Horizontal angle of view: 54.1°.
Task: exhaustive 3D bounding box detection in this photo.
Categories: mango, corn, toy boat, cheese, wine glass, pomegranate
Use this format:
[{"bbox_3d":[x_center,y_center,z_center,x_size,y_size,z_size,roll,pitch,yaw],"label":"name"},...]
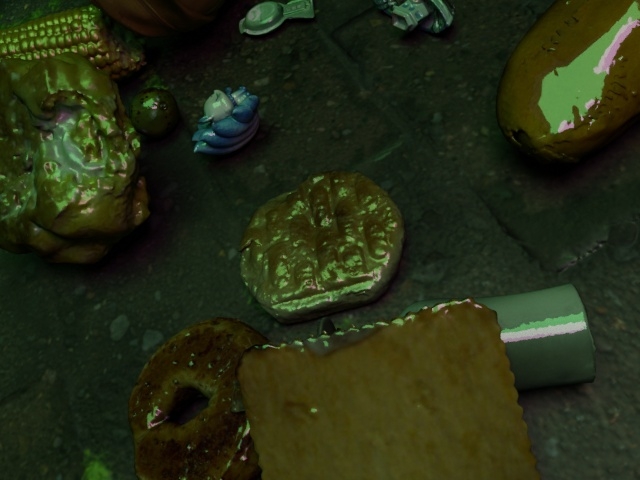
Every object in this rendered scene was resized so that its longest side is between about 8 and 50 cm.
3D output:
[{"bbox_3d":[0.287,-0.183,0.654,0.151,0.156,0.249,41,78,-3],"label":"mango"},{"bbox_3d":[-0.465,-0.263,0.976,0.386,0.144,0.144,-17,56,11],"label":"corn"},{"bbox_3d":[0.119,-0.312,0.843,0.066,0.059,0.140,-40,56,-21],"label":"toy boat"},{"bbox_3d":[-0.068,-0.341,0.949,0.120,0.026,0.067,-12,57,12],"label":"cheese"},{"bbox_3d":[0.119,0.101,0.567,0.230,0.103,0.103,-10,57,11],"label":"wine glass"},{"bbox_3d":[-0.239,-0.185,0.892,0.073,0.073,0.084,-39,40,-6],"label":"pomegranate"}]

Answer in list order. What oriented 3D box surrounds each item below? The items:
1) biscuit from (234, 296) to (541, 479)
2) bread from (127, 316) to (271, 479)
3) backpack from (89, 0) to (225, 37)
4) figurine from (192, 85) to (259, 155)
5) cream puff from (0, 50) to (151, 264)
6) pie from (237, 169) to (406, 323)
[{"bbox_3d":[0.058,0.183,0.521,0.231,0.013,0.237,-15,87,11],"label":"biscuit"},{"bbox_3d":[-0.113,0.169,0.635,0.193,0.064,0.194,-12,58,20],"label":"bread"},{"bbox_3d":[-0.229,-0.473,0.910,0.201,0.353,0.378,-13,56,28],"label":"backpack"},{"bbox_3d":[-0.130,-0.153,0.824,0.114,0.079,0.114,-25,30,15],"label":"figurine"},{"bbox_3d":[-0.311,-0.100,0.793,0.281,0.185,0.282,-2,86,32],"label":"cream puff"},{"bbox_3d":[0.000,0.000,0.705,0.195,0.046,0.195,-8,59,14],"label":"pie"}]
